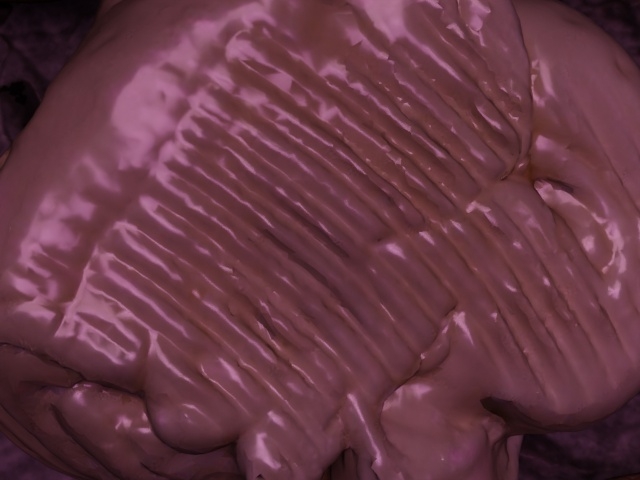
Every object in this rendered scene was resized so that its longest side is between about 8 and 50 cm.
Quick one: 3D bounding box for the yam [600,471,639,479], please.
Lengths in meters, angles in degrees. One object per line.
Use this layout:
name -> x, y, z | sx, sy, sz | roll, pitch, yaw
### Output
yam -> 0.194, 0.167, 0.825 | 0.299, 0.066, 0.066 | -10, 80, -7

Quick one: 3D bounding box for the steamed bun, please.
steamed bun -> 0.000, 0.000, 0.756 | 0.339, 0.247, 0.352 | 35, 84, -15

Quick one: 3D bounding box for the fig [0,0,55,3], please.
fig -> -0.192, -0.191, 0.835 | 0.142, 0.148, 0.186 | 42, 116, -10
